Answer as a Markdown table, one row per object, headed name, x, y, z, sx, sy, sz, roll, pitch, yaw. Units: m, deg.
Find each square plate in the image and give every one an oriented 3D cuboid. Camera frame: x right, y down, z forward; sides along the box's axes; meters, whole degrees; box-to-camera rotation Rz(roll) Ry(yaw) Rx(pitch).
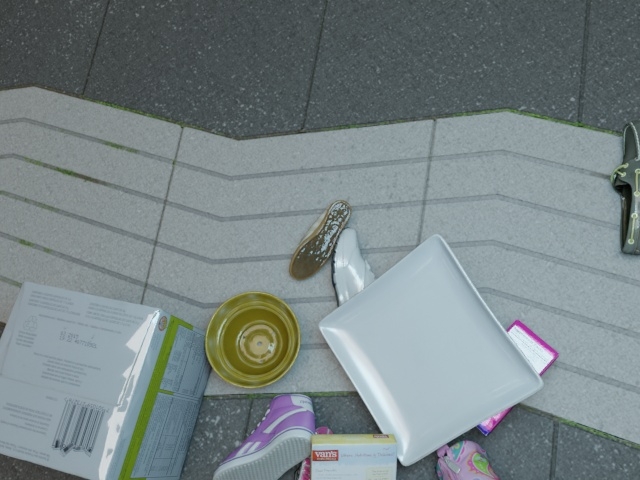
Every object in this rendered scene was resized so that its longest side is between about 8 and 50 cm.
| name | x | y | z | sx | sy | sz | roll | pitch | yaw |
| --- | --- | --- | --- | --- | --- | --- | --- | --- | --- |
| square plate | 0.207 | 0.221 | 1.310 | 0.344 | 0.049 | 0.347 | -40 | 73 | 26 |

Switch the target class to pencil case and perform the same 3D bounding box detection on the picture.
| name | x | y | z | sx | sy | sz | roll | pitch | yaw |
| --- | --- | --- | --- | --- | --- | --- | --- | --- | --- |
| pencil case | 0.304 | 0.505 | 1.228 | 0.124 | 0.124 | 0.284 | -28 | 27 | 4 |

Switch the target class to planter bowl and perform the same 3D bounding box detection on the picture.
| name | x | y | z | sx | sy | sz | roll | pitch | yaw |
| --- | --- | --- | --- | --- | --- | --- | --- | --- | --- |
| planter bowl | -0.147 | 0.231 | 1.496 | 0.217 | 0.090 | 0.217 | -2 | 74 | 5 |

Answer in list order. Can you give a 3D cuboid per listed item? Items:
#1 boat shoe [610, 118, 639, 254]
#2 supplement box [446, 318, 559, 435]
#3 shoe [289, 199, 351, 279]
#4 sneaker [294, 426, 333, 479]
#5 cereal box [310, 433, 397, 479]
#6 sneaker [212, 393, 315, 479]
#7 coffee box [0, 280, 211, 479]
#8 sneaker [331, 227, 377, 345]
| name | x | y | z | sx | sy | sz | roll | pitch | yaw |
| --- | --- | --- | --- | --- | --- | --- | --- | --- | --- |
| boat shoe | 0.678 | -0.118 | 1.403 | 0.091 | 0.109 | 0.305 | -2 | 77 | 7 |
| supplement box | 0.375 | 0.285 | 1.354 | 0.220 | 0.111 | 0.114 | -45 | 69 | -3 |
| shoe | 0.000 | 0.000 | 1.558 | 0.076 | 0.058 | 0.219 | 36 | 89 | -11 |
| sneaker | -0.020 | 0.486 | 1.413 | 0.063 | 0.075 | 0.171 | 23 | 57 | -7 |
| cereal box | 0.064 | 0.509 | 1.321 | 0.172 | 0.047 | 0.240 | 1 | 100 | -4 |
| sneaker | -0.118 | 0.440 | 1.444 | 0.282 | 0.102 | 0.161 | -34 | 30 | 21 |
| coffee box | -0.468 | 0.312 | 1.421 | 0.337 | 0.334 | 0.339 | 10 | 75 | 17 |
| sneaker | 0.091 | 0.115 | 1.485 | 0.129 | 0.111 | 0.298 | -6 | 80 | 1 |
